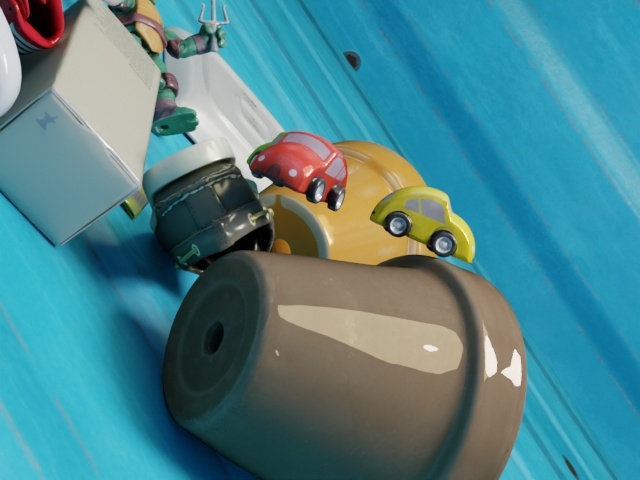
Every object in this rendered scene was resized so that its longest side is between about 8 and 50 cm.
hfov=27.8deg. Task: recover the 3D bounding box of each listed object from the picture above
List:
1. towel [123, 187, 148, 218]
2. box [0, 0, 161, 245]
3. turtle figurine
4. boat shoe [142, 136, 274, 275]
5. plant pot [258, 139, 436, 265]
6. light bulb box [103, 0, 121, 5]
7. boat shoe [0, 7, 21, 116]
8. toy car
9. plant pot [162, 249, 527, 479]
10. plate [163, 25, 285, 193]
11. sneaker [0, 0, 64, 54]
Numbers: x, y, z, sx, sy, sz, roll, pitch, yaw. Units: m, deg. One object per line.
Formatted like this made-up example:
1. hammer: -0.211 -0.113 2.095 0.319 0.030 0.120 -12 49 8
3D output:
1. towel: -0.188 -0.056 1.252 0.060 0.009 0.083 53 14 -14
2. box: -0.212 -0.115 1.129 0.113 0.094 0.275 50 15 -21
3. turtle figurine: -0.190 -0.239 1.460 0.175 0.118 0.234 24 46 -39
4. boat shoe: -0.095 -0.008 1.182 0.091 0.109 0.305 63 -4 10
5. plant pot: 0.000 0.000 1.413 0.205 0.205 0.188 57 29 9
6. light bulb box: -0.287 -0.401 1.018 0.358 0.225 0.361 38 6 9
7. boat shoe: -0.339 -0.194 0.912 0.302 0.109 0.094 46 26 4
8. toy car: 0.007 -0.059 1.145 0.239 0.053 0.225 22 3 -35
9. plant pot: -0.001 0.114 1.077 0.229 0.263 0.263 22 30 -32
10. plate: -0.100 -0.141 1.685 0.277 0.045 0.278 47 15 -28
11. sneaker: -0.290 -0.237 1.051 0.128 0.087 0.221 5 -28 43
